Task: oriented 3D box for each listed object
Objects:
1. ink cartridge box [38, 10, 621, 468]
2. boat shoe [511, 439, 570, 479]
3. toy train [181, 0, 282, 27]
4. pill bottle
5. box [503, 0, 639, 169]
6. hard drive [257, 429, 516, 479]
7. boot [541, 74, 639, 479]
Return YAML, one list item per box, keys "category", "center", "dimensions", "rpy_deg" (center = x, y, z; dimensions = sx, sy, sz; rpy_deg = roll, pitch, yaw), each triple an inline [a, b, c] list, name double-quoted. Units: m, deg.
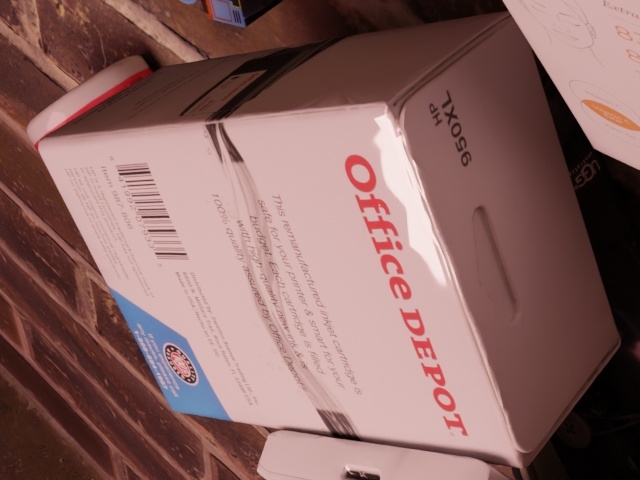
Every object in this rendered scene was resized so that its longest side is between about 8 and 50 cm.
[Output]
- category: "ink cartridge box"
  center: [0.000, 0.000, 0.907]
  dimensions: [0.395, 0.166, 0.285]
  rpy_deg: [1, 121, 44]
- category: "boat shoe"
  center: [0.299, 0.337, 1.183]
  dimensions: [0.340, 0.127, 0.113]
  rpy_deg: [44, 141, -4]
- category: "toy train"
  center: [-0.101, -0.298, 1.103]
  dimensions: [0.105, 0.080, 0.184]
  rpy_deg: [19, 137, 33]
- category: "pill bottle"
  center: [-0.210, -0.057, 1.440]
  dimensions: [0.318, 0.176, 0.176]
  rpy_deg: [56, 152, -7]
- category: "box"
  center: [0.215, -0.142, 0.543]
  dimensions: [0.215, 0.168, 0.345]
  rpy_deg: [32, 177, 35]
- category: "hard drive"
  center: [0.147, 0.249, 0.957]
  dimensions: [0.233, 0.047, 0.353]
  rpy_deg: [-2, 152, 47]
- category: "boot"
  center: [0.196, 0.093, 1.058]
  dimensions: [0.445, 0.146, 0.367]
  rpy_deg: [55, 155, -14]
